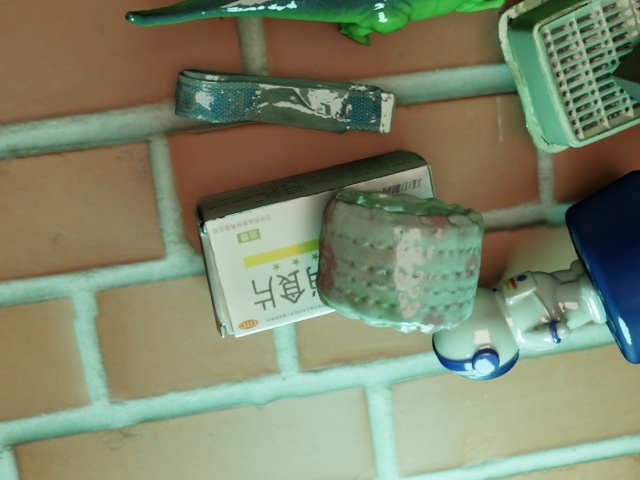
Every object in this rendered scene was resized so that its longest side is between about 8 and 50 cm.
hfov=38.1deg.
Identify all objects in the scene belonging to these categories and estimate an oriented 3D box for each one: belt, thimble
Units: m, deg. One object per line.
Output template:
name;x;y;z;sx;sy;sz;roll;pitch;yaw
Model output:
belt;-0.045;-0.186;1.259;0.302;0.087;0.072;3;101;-10
thimble;0.090;0.021;1.147;0.211;0.185;0.149;12;103;23

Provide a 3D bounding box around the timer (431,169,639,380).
timer;0.342;0.089;1.337;0.384;0.270;0.270;-23;108;12

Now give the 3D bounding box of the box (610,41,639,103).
box;0.524;-0.229;1.134;0.188;0.153;0.252;38;94;-19

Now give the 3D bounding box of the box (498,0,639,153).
box;0.401;-0.264;1.270;0.291;0.166;0.220;-23;107;-3

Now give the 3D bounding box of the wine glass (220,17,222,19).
wine glass;-0.056;-0.399;1.212;0.262;0.074;0.074;-41;107;2

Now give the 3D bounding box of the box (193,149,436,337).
box;-0.003;0.000;1.287;0.333;0.145;0.173;-15;105;-6

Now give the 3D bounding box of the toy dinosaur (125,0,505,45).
toy dinosaur;0.073;-0.290;1.080;0.500;0.374;0.144;-25;110;-41
